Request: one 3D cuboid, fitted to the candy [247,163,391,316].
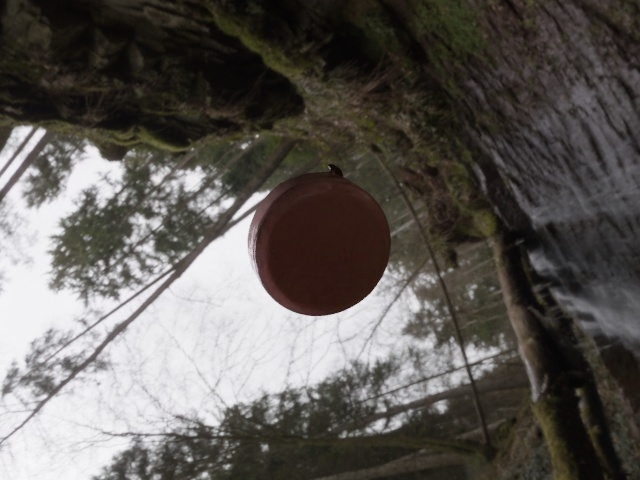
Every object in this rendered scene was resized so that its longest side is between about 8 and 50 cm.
[{"bbox_3d":[0.000,0.000,1.075,0.255,0.255,0.094,40,-178,-22],"label":"candy"}]
